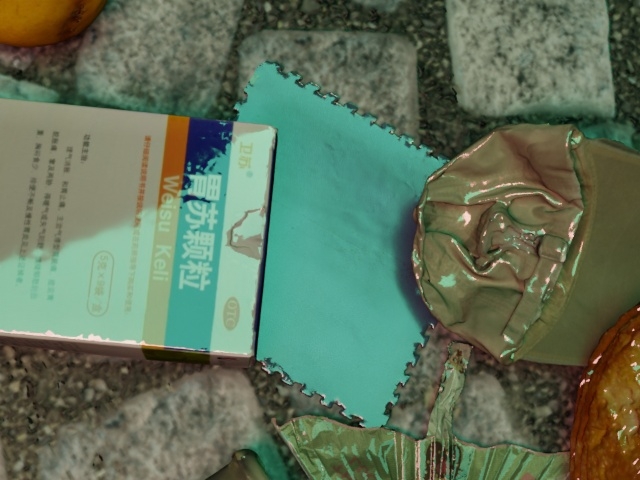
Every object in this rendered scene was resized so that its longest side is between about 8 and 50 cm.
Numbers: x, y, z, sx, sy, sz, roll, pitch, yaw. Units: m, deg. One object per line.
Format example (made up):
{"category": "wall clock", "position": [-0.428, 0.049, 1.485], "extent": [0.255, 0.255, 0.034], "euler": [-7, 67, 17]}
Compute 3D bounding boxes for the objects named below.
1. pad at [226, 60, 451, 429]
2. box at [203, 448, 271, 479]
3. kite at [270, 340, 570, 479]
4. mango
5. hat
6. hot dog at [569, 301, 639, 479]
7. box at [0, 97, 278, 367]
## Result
{"category": "pad", "position": [0.000, 0.000, 1.080], "extent": [0.270, 0.012, 0.269], "euler": [31, 76, -1]}
{"category": "box", "position": [-0.067, 0.327, 0.947], "extent": [0.178, 0.138, 0.274], "euler": [-28, 81, -7]}
{"category": "kite", "position": [0.109, 0.223, 1.044], "extent": [0.323, 0.013, 0.267], "euler": [8, 80, -10]}
{"category": "mango", "position": [-0.293, -0.255, 1.042], "extent": [0.219, 0.112, 0.145], "euler": [20, 80, 1]}
{"category": "hat", "position": [0.209, 0.007, 1.071], "extent": [0.245, 0.149, 0.214], "euler": [14, 95, -46]}
{"category": "hot dog", "position": [0.313, 0.166, 1.030], "extent": [0.175, 0.114, 0.259], "euler": [10, 102, -16]}
{"category": "box", "position": [-0.194, -0.006, 0.995], "extent": [0.299, 0.106, 0.200], "euler": [5, 78, -2]}
